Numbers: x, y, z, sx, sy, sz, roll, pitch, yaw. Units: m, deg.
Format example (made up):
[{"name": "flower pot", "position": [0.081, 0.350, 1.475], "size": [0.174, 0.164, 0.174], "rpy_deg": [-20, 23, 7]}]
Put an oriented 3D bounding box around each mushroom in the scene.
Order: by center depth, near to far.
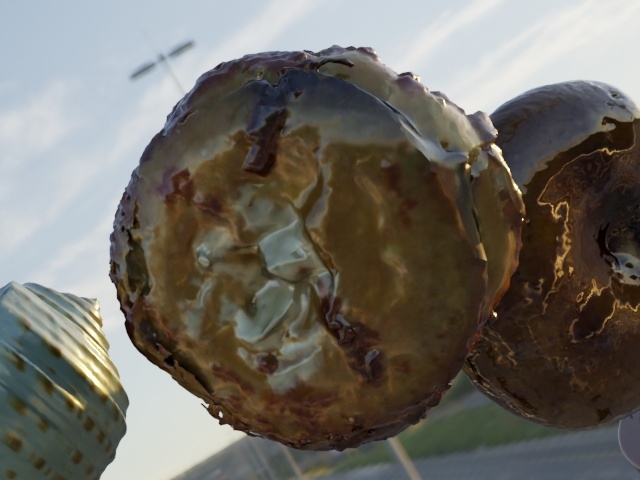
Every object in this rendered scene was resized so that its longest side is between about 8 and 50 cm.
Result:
[{"name": "mushroom", "position": [0.184, 0.025, 1.057], "size": [0.267, 0.267, 0.254], "rpy_deg": [-23, -12, -46]}]

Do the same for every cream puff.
[{"name": "cream puff", "position": [0.000, -0.001, 0.760], "size": [0.240, 0.240, 0.164], "rpy_deg": [-34, 2, 23]}]

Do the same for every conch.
[{"name": "conch", "position": [-0.193, 0.121, 0.843], "size": [0.172, 0.131, 0.200], "rpy_deg": [-21, 49, 60]}]

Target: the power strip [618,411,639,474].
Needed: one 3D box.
[{"name": "power strip", "position": [0.483, 0.260, 1.731], "size": [0.154, 0.154, 0.078], "rpy_deg": [-33, -52, 17]}]
